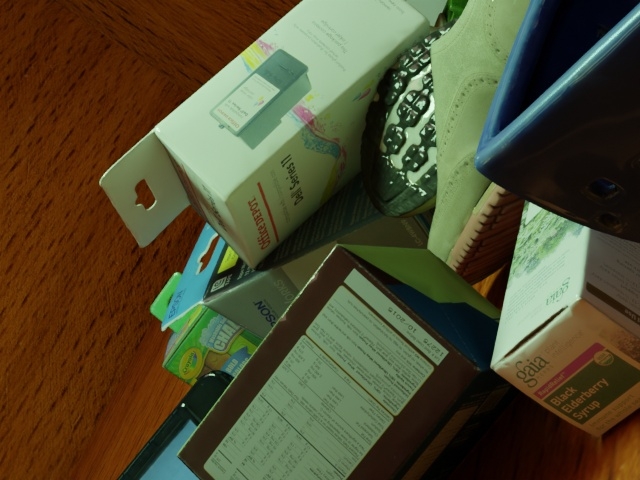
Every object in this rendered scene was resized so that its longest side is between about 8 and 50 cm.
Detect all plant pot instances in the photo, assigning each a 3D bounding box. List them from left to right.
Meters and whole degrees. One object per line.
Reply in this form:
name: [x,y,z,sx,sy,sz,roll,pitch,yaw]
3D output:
plant pot: [0.256,-0.114,0.690,0.236,0.212,0.236,-43,16,49]

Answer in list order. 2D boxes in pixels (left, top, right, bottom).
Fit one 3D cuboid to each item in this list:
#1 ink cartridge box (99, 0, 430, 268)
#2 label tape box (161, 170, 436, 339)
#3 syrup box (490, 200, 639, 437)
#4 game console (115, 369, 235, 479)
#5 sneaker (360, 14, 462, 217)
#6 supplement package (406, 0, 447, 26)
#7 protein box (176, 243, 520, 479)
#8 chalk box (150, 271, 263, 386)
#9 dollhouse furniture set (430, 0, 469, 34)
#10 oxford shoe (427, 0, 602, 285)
ink cartridge box: [-0.046,-0.105,1.296,0.353,0.119,0.207,-42,-19,-10]
label tape box: [0.000,0.000,1.448,0.348,0.115,0.249,-27,24,26]
syrup box: [0.200,0.013,0.864,0.093,0.096,0.237,-49,13,40]
game console: [-0.141,0.325,1.248,0.293,0.250,0.173,-51,-15,23]
sneaker: [0.214,-0.163,1.210,0.410,0.182,0.158,-47,49,17]
supplement package: [0.177,-0.500,2.048,0.204,0.262,0.145,-45,14,47]
protein box: [0.039,0.123,0.922,0.201,0.136,0.200,-53,-20,14]
chalk box: [-0.119,0.127,1.595,0.132,0.213,0.132,-54,11,10]
dollhouse furniture set: [0.112,-0.267,1.784,0.301,0.198,0.151,-82,11,-47]
oxford shoe: [0.159,-0.110,1.044,0.140,0.146,0.397,-24,-30,-34]
